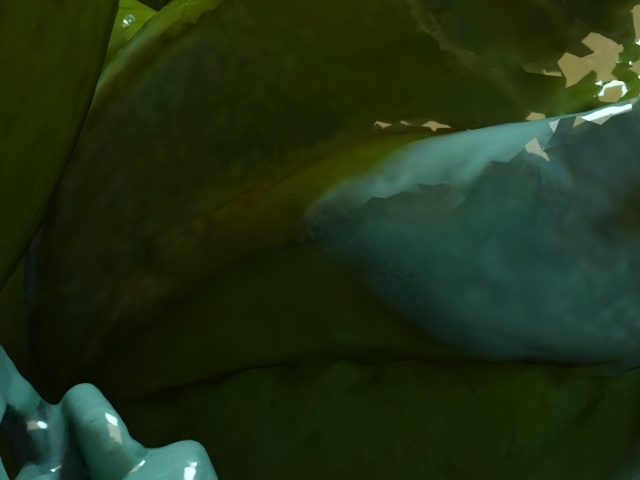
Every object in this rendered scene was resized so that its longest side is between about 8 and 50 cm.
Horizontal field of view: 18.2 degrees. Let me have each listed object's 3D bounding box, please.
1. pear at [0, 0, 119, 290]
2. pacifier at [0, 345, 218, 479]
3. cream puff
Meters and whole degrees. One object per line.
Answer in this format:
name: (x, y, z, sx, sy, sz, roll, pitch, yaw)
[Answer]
pear: (-0.174, -0.027, 0.388, 0.191, 0.340, 0.386, 58, 14, 19)
pacifier: (-0.063, 0.092, 0.394, 0.116, 0.150, 0.127, -22, 17, 2)
cream puff: (0.022, 0.019, 0.669, 0.378, 0.275, 0.378, 42, -7, 6)
